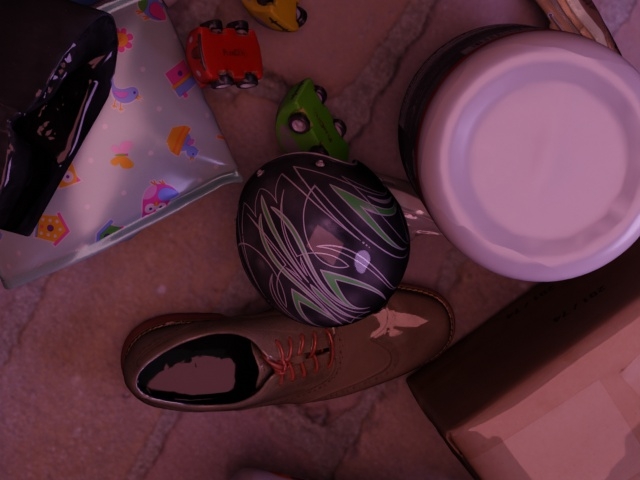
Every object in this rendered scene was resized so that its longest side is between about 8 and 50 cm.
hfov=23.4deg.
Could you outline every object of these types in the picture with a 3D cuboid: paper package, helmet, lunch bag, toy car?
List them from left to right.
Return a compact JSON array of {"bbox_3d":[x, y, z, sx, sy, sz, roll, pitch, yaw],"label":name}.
[{"bbox_3d":[-0.239,-0.099,1.496,0.262,0.160,0.223,-26,101,-7],"label":"lunch bag"},{"bbox_3d":[-0.044,-0.156,1.516,0.053,0.239,0.225,-13,121,32],"label":"toy car"},{"bbox_3d":[0.000,0.000,1.483,0.169,0.161,0.169,0,91,26],"label":"helmet"},{"bbox_3d":[0.274,0.132,1.507,0.325,0.309,0.168,-36,96,0],"label":"paper package"}]

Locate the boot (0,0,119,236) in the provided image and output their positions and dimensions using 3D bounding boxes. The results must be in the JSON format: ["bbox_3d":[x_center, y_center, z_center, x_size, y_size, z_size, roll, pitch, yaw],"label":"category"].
[{"bbox_3d":[-0.366,-0.254,1.357,0.445,0.146,0.367,29,108,26],"label":"boot"}]

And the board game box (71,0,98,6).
[{"bbox_3d":[-0.233,-0.305,1.523,0.169,0.033,0.133,-28,121,-9],"label":"board game box"}]

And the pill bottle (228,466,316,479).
[{"bbox_3d":[0.082,0.373,1.548,0.392,0.224,0.224,13,97,-9],"label":"pill bottle"}]

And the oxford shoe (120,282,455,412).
[{"bbox_3d":[-0.027,0.121,1.564,0.348,0.130,0.123,-11,100,-4],"label":"oxford shoe"}]

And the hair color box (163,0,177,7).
[{"bbox_3d":[-0.117,-0.302,1.524,0.141,0.043,0.072,-37,122,0],"label":"hair color box"}]

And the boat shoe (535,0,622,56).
[{"bbox_3d":[0.252,-0.216,1.582,0.072,0.068,0.190,-29,90,11],"label":"boat shoe"}]

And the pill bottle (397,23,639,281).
[{"bbox_3d":[0.180,-0.094,1.428,0.210,0.363,0.210,0,99,-1],"label":"pill bottle"}]

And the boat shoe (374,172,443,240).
[{"bbox_3d":[0.070,-0.027,1.588,0.184,0.066,0.063,15,107,-9],"label":"boat shoe"}]
